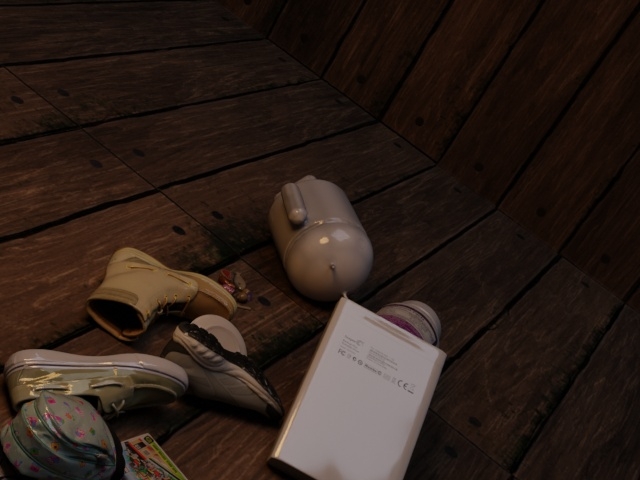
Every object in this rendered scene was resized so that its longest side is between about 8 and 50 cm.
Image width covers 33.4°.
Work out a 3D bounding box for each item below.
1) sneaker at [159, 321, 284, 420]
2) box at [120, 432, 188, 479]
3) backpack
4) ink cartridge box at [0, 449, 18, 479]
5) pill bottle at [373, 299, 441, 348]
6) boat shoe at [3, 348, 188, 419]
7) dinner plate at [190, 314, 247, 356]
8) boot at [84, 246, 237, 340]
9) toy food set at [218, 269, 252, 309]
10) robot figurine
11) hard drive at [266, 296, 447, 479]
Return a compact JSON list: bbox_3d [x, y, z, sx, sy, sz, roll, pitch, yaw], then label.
[{"bbox_3d":[-0.174,0.249,1.891,0.271,0.108,0.100,37,5,-28],"label":"sneaker"},{"bbox_3d":[-0.245,0.388,1.611,0.207,0.036,0.114,43,28,23],"label":"box"},{"bbox_3d":[-0.371,0.286,1.518,0.152,0.115,0.182,42,4,32],"label":"backpack"},{"bbox_3d":[-0.511,0.324,1.414,0.207,0.046,0.097,2,37,-46],"label":"ink cartridge box"},{"bbox_3d":[0.148,0.226,2.198,0.169,0.169,0.301,37,25,10],"label":"pill bottle"},{"bbox_3d":[-0.354,0.242,1.703,0.302,0.109,0.094,7,49,-27],"label":"boat shoe"},{"bbox_3d":[-0.189,0.202,1.954,0.141,0.017,0.141,17,62,-34],"label":"dinner plate"},{"bbox_3d":[-0.291,0.124,1.970,0.261,0.095,0.203,27,25,-7],"label":"boot"},{"bbox_3d":[-0.182,0.095,2.236,0.077,0.019,0.122,15,30,-32],"label":"toy food set"},{"bbox_3d":[0.000,0.000,2.405,0.300,0.199,0.353,50,10,-38],"label":"robot figurine"},{"bbox_3d":[0.073,0.300,1.925,0.233,0.047,0.353,29,54,-5],"label":"hard drive"}]
